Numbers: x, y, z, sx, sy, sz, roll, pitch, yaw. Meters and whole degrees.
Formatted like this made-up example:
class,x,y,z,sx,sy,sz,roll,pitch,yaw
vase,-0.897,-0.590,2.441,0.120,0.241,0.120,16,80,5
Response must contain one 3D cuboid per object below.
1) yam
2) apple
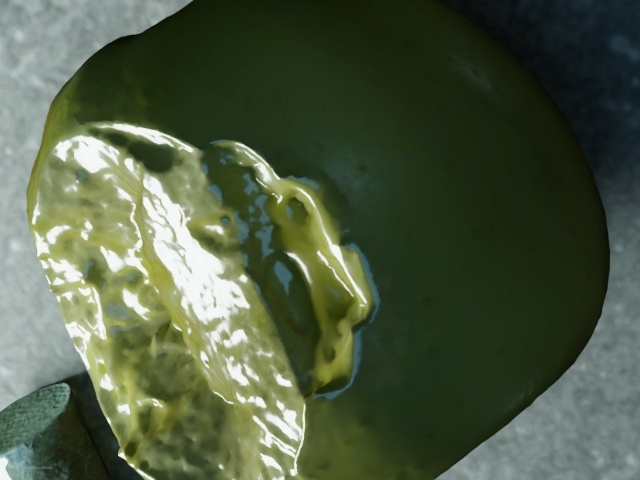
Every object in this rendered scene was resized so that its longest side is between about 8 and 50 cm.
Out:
class,x,y,z,sx,sy,sz,roll,pitch,yaw
yam,-0.143,0.171,1.177,0.068,0.068,0.169,-16,109,22
apple,0.000,0.000,0.952,0.279,0.279,0.279,6,117,12
